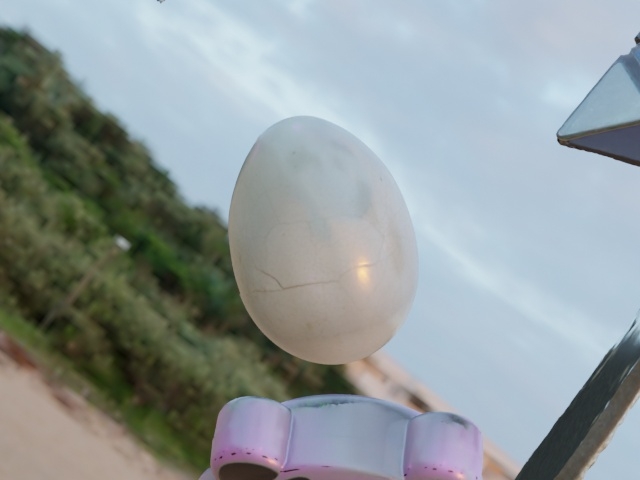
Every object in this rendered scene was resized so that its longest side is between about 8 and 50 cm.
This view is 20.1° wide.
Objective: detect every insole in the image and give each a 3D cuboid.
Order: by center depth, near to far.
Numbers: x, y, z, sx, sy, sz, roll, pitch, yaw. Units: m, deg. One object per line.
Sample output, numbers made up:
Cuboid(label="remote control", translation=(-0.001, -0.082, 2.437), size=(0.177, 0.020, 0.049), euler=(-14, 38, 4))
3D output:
Cuboid(label="insole", translation=(0.097, 0.042, 0.569), size=(0.011, 0.248, 0.081), euler=(33, 22, 3))

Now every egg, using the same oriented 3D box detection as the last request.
Cuboid(label="egg", translation=(0.000, 0.000, 1.454), size=(0.151, 0.151, 0.209), euler=(21, -48, 59))

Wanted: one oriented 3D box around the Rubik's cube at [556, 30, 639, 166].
Cuboid(label="Rubik's cube", translation=(0.270, -0.134, 1.287), size=(0.284, 0.234, 0.250), euler=(73, 0, -72))

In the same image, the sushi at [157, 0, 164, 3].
Cuboid(label="sushi", translation=(-0.085, -0.297, 1.188), size=(0.192, 0.215, 0.050), euler=(51, -1, 16))

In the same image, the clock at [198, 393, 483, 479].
Cuboid(label="clock", translation=(0.020, 0.202, 1.312), size=(0.227, 0.090, 0.248), euler=(4, -36, 4))
